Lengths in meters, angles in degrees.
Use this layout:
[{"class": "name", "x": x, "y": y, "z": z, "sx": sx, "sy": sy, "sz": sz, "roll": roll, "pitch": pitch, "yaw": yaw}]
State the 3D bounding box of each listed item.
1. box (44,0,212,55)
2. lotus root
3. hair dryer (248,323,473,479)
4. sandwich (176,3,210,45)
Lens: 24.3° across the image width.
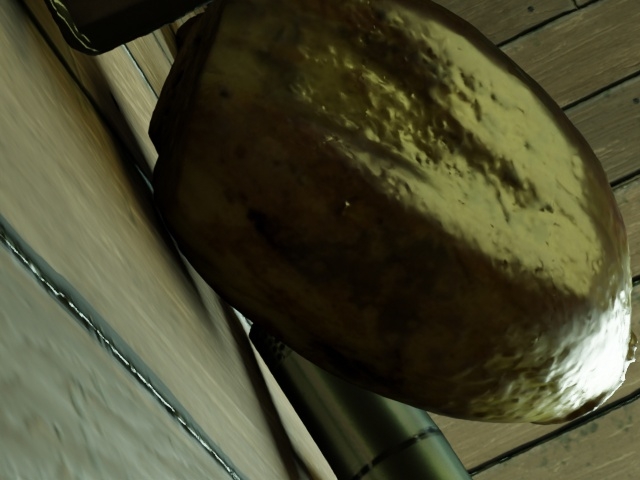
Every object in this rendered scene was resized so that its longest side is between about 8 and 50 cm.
[{"class": "box", "x": -0.067, "y": -0.214, "z": 0.600, "sx": 0.153, "sy": 0.188, "sz": 0.252, "roll": 64, "pitch": 0, "yaw": -30}, {"class": "lotus root", "x": 0.038, "y": -0.012, "z": 0.770, "sx": 0.291, "sy": 0.193, "sz": 0.193, "roll": 33, "pitch": 13, "yaw": -19}, {"class": "hair dryer", "x": 0.099, "y": 0.192, "z": 0.878, "sx": 0.320, "sy": 0.156, "sz": 0.284, "roll": 56, "pitch": 7, "yaw": 31}, {"class": "sandwich", "x": -0.027, "y": -0.092, "z": 1.537, "sx": 0.325, "sy": 0.131, "sz": 0.262, "roll": 62, "pitch": 1, "yaw": -22}]
